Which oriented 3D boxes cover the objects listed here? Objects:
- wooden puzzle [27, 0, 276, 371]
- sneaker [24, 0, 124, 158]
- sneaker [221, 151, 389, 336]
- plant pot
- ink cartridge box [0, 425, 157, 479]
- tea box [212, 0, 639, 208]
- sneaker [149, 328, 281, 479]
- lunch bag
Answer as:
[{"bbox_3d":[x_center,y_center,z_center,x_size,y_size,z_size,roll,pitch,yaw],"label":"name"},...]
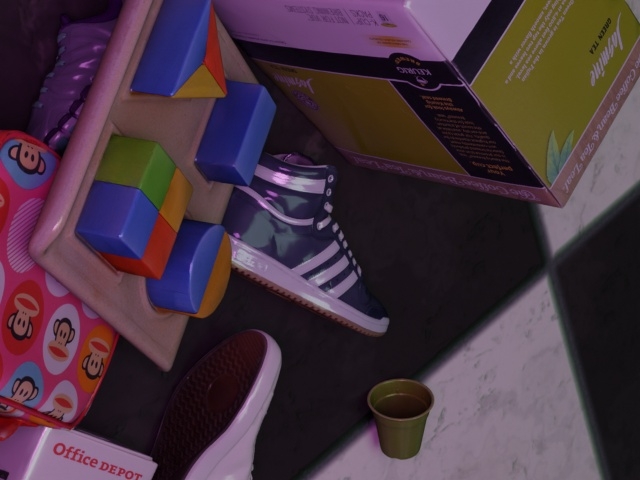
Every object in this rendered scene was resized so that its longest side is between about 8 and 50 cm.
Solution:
[{"bbox_3d":[-0.129,-0.069,1.257,0.348,0.080,0.322,63,41,-64],"label":"wooden puzzle"},{"bbox_3d":[-0.240,-0.157,1.301,0.098,0.083,0.224,43,81,0],"label":"sneaker"},{"bbox_3d":[0.000,0.000,1.514,0.282,0.099,0.153,29,83,-39],"label":"sneaker"},{"bbox_3d":[0.101,0.229,1.679,0.083,0.083,0.079,-27,129,-34],"label":"plant pot"},{"bbox_3d":[-0.277,0.283,1.347,0.148,0.086,0.203,30,81,-41],"label":"ink cartridge box"},{"bbox_3d":[0.107,-0.228,1.396,0.323,0.329,0.220,46,70,-39],"label":"tea box"},{"bbox_3d":[-0.114,0.235,1.478,0.123,0.106,0.290,30,91,-45],"label":"sneaker"},{"bbox_3d":[-0.279,0.057,1.188,0.293,0.120,0.258,52,49,-63],"label":"lunch bag"}]
